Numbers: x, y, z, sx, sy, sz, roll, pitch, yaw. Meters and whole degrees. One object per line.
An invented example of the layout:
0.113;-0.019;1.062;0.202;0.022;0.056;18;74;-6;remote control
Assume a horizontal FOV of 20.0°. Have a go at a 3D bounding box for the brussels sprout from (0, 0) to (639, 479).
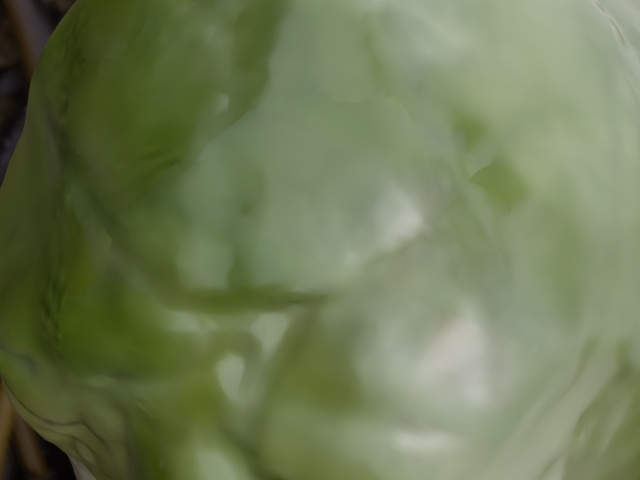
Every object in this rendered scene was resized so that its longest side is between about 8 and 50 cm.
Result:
0.005;0.000;0.625;0.242;0.317;0.274;19;15;-19;brussels sprout
